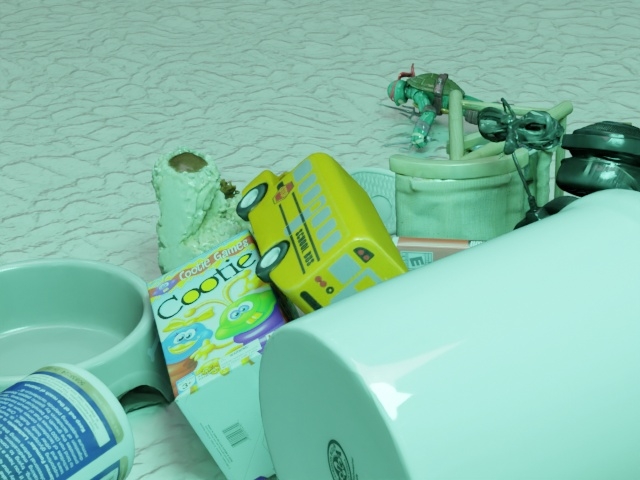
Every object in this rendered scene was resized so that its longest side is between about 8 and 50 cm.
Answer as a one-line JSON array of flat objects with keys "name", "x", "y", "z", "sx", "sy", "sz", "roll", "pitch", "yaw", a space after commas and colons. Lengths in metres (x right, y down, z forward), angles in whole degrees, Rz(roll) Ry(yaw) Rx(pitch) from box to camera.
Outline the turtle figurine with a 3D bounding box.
[{"name": "turtle figurine", "x": 0.189, "y": -0.211, "z": 2.470, "sx": 0.234, "sy": 0.118, "sz": 0.175, "roll": 11, "pitch": 29, "yaw": 15}]

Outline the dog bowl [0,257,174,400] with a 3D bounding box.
[{"name": "dog bowl", "x": -0.343, "y": 0.131, "z": 1.841, "sx": 0.349, "sy": 0.102, "sz": 0.348, "roll": -3, "pitch": 26, "yaw": 2}]

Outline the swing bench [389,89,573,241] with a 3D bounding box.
[{"name": "swing bench", "x": 0.203, "y": -0.023, "z": 1.919, "sx": 0.165, "sy": 0.253, "sz": 0.254, "roll": 8, "pitch": 29, "yaw": 21}]

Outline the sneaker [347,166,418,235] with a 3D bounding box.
[{"name": "sneaker", "x": 0.076, "y": -0.051, "z": 2.101, "sx": 0.256, "sy": 0.094, "sz": 0.151, "roll": -4, "pitch": 0, "yaw": 41}]

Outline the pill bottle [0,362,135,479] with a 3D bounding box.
[{"name": "pill bottle", "x": -0.327, "y": 0.244, "z": 1.550, "sx": 0.153, "sy": 0.153, "sz": 0.265, "roll": 15, "pitch": 31, "yaw": 33}]

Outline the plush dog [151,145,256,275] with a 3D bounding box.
[{"name": "plush dog", "x": -0.110, "y": 0.012, "z": 2.019, "sx": 0.262, "sy": 0.210, "sz": 0.225, "roll": 39, "pitch": 25, "yaw": 15}]

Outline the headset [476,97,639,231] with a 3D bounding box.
[{"name": "headset", "x": 0.327, "y": -0.034, "z": 1.768, "sx": 0.185, "sy": 0.394, "sz": 0.243, "roll": 8, "pitch": 65, "yaw": 58}]

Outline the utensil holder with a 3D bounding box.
[{"name": "utensil holder", "x": 0.177, "y": 0.159, "z": 1.481, "sx": 0.385, "sy": 0.327, "sz": 0.327, "roll": -19, "pitch": 30, "yaw": -25}]

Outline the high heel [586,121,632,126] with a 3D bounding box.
[{"name": "high heel", "x": 0.560, "y": -0.082, "z": 2.216, "sx": 0.377, "sy": 0.127, "sz": 0.181, "roll": -3, "pitch": 55, "yaw": -10}]

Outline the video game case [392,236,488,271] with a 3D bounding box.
[{"name": "video game case", "x": 0.224, "y": 0.092, "z": 1.737, "sx": 0.285, "sy": 0.204, "sz": 0.025, "roll": 2, "pitch": 31, "yaw": 11}]

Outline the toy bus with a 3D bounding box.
[{"name": "toy bus", "x": 0.000, "y": 0.000, "z": 1.715, "sx": 0.130, "sy": 0.108, "sz": 0.332, "roll": -43, "pitch": 23, "yaw": 9}]

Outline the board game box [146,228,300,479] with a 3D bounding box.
[{"name": "board game box", "x": -0.087, "y": 0.127, "z": 1.726, "sx": 0.142, "sy": 0.144, "sz": 0.275, "roll": -29, "pitch": 28, "yaw": 1}]
